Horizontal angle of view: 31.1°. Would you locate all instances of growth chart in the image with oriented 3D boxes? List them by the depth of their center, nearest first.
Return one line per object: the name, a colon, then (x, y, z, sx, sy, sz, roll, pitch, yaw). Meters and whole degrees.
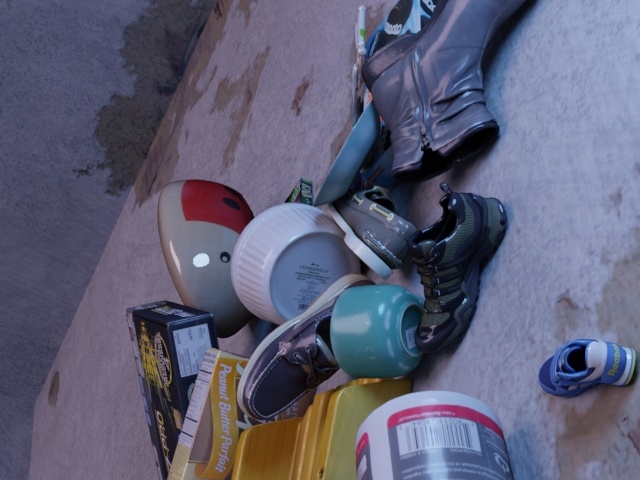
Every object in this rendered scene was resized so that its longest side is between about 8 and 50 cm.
growth chart: (0.065, -0.295, 2.035, 0.237, 0.021, 0.172, 93, 180, -47)

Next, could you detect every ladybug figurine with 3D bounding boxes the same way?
ladybug figurine: (-0.202, 0.015, 2.276, 0.162, 0.305, 0.449, -24, 25, 3)

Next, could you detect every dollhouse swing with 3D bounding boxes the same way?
dollhouse swing: (-0.099, 0.323, 1.655, 0.347, 0.305, 0.315, -35, 41, 59)

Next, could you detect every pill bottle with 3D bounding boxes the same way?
pill bottle: (0.134, 0.334, 1.233, 0.176, 0.176, 0.318, -55, 25, 36)

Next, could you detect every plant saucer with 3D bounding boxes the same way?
plant saucer: (0.052, -0.129, 1.798, 0.195, 0.037, 0.195, -60, -2, -4)

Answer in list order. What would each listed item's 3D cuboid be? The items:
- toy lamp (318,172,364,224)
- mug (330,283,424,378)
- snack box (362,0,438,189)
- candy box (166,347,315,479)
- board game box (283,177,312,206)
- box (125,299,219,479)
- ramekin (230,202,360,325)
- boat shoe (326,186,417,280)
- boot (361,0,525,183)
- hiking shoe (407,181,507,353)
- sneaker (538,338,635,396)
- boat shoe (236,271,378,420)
toy lamp: (0.000, 0.000, 2.003, 0.274, 0.080, 0.080, -64, 21, 15)
mug: (0.093, 0.114, 1.594, 0.097, 0.129, 0.157, -6, 53, 37)
snack box: (0.139, -0.264, 1.907, 0.187, 0.060, 0.322, -49, 30, 46)
candy box: (-0.140, 0.353, 1.898, 0.087, 0.183, 0.316, -5, 68, 67)
board game box: (-0.055, 0.015, 2.202, 0.259, 0.030, 0.136, -92, 27, -44)
box: (-0.242, 0.315, 2.081, 0.318, 0.097, 0.394, -172, 71, -70)
ramekin: (-0.032, 0.049, 1.877, 0.109, 0.207, 0.207, 29, 100, 59)
boat shoe: (0.083, -0.028, 1.788, 0.091, 0.109, 0.305, -46, 17, 6)
boot: (0.216, -0.238, 1.643, 0.338, 0.118, 0.222, -41, 51, 33)
hiking shoe: (0.155, 0.036, 1.525, 0.226, 0.114, 0.086, -70, 20, 5)
sneaker: (0.271, 0.132, 1.228, 0.144, 0.059, 0.053, -32, 45, 61)
boat shoe: (-0.007, 0.164, 1.741, 0.285, 0.103, 0.092, -42, 25, -14)
